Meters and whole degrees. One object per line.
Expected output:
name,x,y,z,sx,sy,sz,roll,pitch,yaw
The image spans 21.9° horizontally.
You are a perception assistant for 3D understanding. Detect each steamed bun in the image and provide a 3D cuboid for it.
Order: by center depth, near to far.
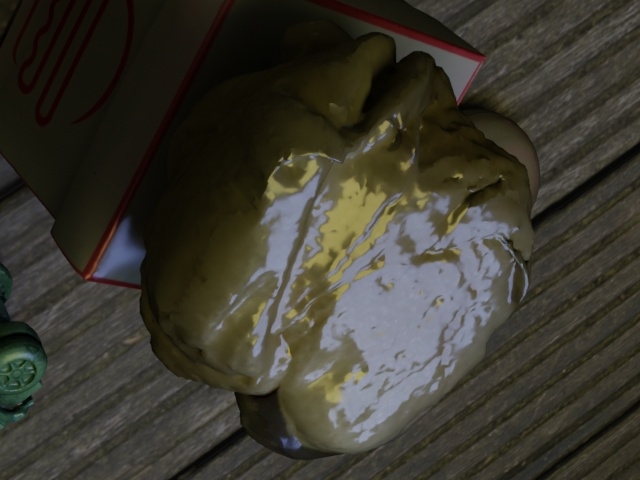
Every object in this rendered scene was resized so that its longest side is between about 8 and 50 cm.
steamed bun,0.002,-0.005,1.347,0.325,0.230,0.372,-45,136,2

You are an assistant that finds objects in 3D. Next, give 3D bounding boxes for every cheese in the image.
cheese,0.157,-0.102,1.952,0.163,0.082,0.286,-46,135,0

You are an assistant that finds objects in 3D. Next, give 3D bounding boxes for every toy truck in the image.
toy truck,-0.387,0.077,1.617,0.156,0.155,0.279,-37,138,3

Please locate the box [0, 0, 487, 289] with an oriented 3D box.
box,-0.097,-0.143,1.558,0.314,0.300,0.312,12,113,-43
